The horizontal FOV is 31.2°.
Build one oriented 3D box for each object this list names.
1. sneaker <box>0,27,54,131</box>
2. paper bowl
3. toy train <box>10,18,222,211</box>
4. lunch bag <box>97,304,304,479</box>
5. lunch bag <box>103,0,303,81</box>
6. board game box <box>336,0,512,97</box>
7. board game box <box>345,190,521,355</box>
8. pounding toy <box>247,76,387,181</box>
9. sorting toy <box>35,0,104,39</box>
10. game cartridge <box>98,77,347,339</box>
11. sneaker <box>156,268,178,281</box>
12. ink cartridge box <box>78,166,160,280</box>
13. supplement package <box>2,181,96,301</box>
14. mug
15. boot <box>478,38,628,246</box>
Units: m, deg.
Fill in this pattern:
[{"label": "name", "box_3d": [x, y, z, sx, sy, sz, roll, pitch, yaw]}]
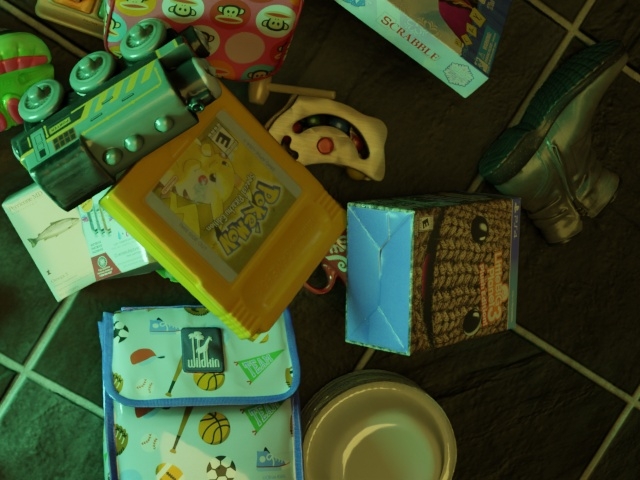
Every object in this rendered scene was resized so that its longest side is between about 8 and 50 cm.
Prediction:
[{"label": "sneaker", "box_3d": [-0.637, -0.211, 1.676, 0.483, 0.202, 0.185, -16, 123, -33]}, {"label": "paper bowl", "box_3d": [0.099, 0.377, 1.995, 0.284, 0.148, 0.284, -2, 98, -12]}, {"label": "toy train", "box_3d": [-0.296, -0.184, 1.669, 0.334, 0.190, 0.142, -30, 138, 3]}, {"label": "lunch bag", "box_3d": [-0.196, 0.297, 1.879, 0.328, 0.239, 0.385, -1, 83, -12]}, {"label": "lunch bag", "box_3d": [-0.175, -0.368, 1.723, 0.293, 0.258, 0.120, 7, 55, -14]}, {"label": "board game box", "box_3d": [0.162, -0.433, 1.825, 0.318, 0.066, 0.318, 33, 50, -16]}, {"label": "board game box", "box_3d": [0.189, 0.046, 1.894, 0.291, 0.141, 0.232, -9, 103, -45]}, {"label": "pounding toy", "box_3d": [-0.011, -0.165, 1.878, 0.270, 0.155, 0.154, 22, 89, -15]}, {"label": "sorting toy", "box_3d": [-0.342, -0.422, 1.820, 0.348, 0.047, 0.196, 17, 95, -14]}, {"label": "game cartridge", "box_3d": [-0.135, -0.047, 1.763, 0.324, 0.053, 0.285, 44, 60, -14]}, {"label": "sneaker", "box_3d": [-0.215, -0.075, 1.864, 0.109, 0.123, 0.295, 15, 96, -15]}, {"label": "ink cartridge box", "box_3d": [-0.287, -0.041, 1.792, 0.127, 0.128, 0.176, -9, 83, -52]}, {"label": "supplement package", "box_3d": [-0.419, -0.010, 1.839, 0.105, 0.105, 0.179, -29, 103, -4]}, {"label": "mug", "box_3d": [0.006, -0.006, 1.921, 0.169, 0.113, 0.150, 41, 47, -11]}, {"label": "boot", "box_3d": [0.459, -0.170, 2.016, 0.223, 0.118, 0.338, 40, 100, -18]}]
